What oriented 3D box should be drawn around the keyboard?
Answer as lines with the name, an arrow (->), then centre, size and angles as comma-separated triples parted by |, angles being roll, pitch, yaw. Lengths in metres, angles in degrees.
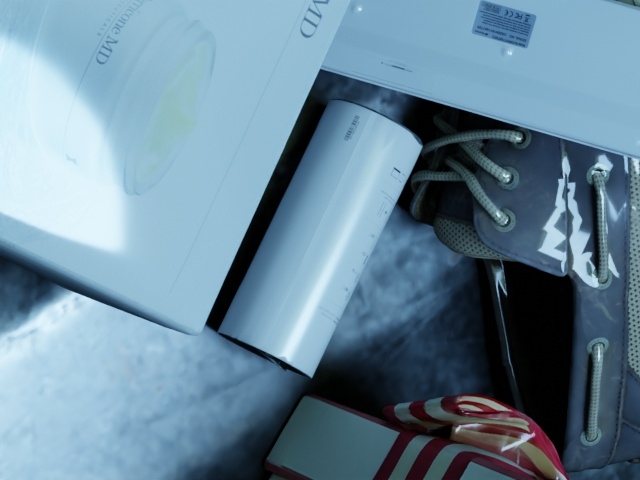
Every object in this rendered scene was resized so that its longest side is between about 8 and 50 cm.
keyboard -> 0.088, -0.097, 0.927 | 0.256, 0.014, 0.072 | 16, 95, 2

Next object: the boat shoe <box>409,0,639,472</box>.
boat shoe -> 0.123, -0.031, 0.990 | 0.130, 0.132, 0.355 | -27, 106, -21

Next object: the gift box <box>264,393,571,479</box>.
gift box -> 0.099, 0.238, 0.944 | 0.255, 0.276, 0.258 | 38, 75, -39

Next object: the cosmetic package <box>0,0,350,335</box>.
cosmetic package -> -0.120, -0.110, 0.803 | 0.225, 0.138, 0.224 | 28, 83, -37

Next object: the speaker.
speaker -> 0.000, 0.000, 0.956 | 0.055, 0.055, 0.136 | 30, 82, -35
